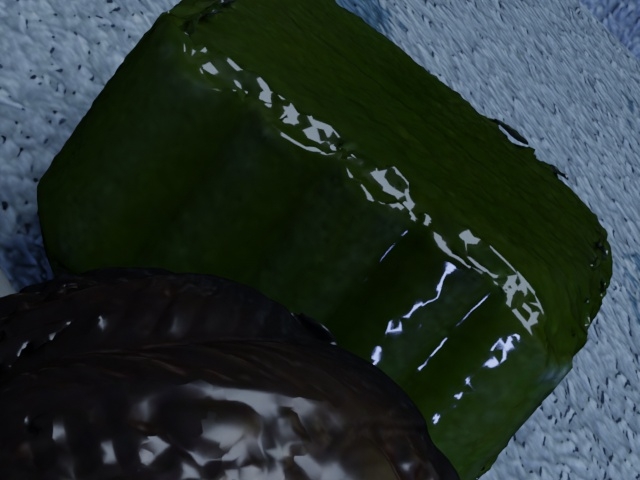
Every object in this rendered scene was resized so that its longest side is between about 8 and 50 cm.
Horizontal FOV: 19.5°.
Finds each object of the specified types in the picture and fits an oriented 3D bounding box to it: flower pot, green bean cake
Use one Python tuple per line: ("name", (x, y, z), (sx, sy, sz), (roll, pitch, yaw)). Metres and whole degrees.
("flower pot", (-0.097, 0.167, 0.631), (0.266, 0.266, 0.267), (48, 25, 2))
("green bean cake", (0.000, 0.000, 1.150), (0.319, 0.218, 0.335), (40, 17, 2))

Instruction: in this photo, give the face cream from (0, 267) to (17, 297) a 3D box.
("face cream", (-0.148, 0.075, 0.825), (0.089, 0.143, 0.314), (-36, 88, -36))
